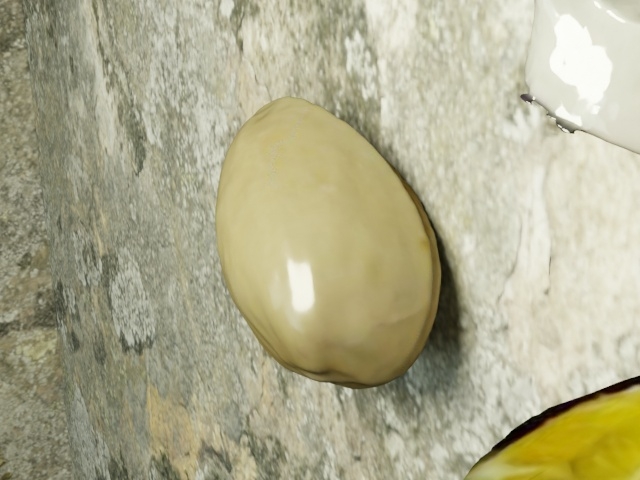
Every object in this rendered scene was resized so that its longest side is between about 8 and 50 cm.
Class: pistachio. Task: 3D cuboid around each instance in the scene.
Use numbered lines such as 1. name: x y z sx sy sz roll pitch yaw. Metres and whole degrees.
1. pistachio: 0.000 0.000 0.639 0.136 0.136 0.226 106 152 -44

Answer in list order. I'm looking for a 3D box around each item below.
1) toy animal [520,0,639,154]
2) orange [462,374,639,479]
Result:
1. toy animal: 0.129 -0.141 0.319 0.131 0.104 0.221 55 145 44
2. orange: 0.149 0.164 0.216 0.369 0.271 0.210 5 121 62
